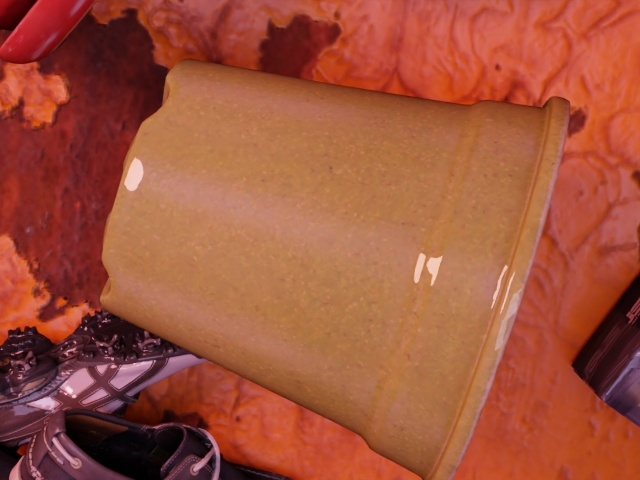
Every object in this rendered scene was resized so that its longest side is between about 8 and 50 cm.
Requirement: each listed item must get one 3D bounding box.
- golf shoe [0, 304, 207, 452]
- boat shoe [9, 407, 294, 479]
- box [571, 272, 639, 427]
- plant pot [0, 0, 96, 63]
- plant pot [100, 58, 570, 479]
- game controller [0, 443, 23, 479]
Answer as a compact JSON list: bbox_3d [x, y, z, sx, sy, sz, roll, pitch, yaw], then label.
[{"bbox_3d":[-0.161,0.102,0.997,0.198,0.077,0.094,-12,120,0],"label":"golf shoe"},{"bbox_3d":[-0.100,0.173,0.974,0.233,0.084,0.079,17,115,-29],"label":"boat shoe"},{"bbox_3d":[0.443,0.089,1.027,0.395,0.097,0.318,34,96,-11],"label":"box"},{"bbox_3d":[-0.200,-0.221,0.855,0.174,0.191,0.191,39,96,-14],"label":"plant pot"},{"bbox_3d":[0.000,0.000,0.904,0.253,0.276,0.276,18,100,4],"label":"plant pot"},{"bbox_3d":[-0.297,0.286,1.011,0.166,0.067,0.319,33,106,4],"label":"game controller"}]
